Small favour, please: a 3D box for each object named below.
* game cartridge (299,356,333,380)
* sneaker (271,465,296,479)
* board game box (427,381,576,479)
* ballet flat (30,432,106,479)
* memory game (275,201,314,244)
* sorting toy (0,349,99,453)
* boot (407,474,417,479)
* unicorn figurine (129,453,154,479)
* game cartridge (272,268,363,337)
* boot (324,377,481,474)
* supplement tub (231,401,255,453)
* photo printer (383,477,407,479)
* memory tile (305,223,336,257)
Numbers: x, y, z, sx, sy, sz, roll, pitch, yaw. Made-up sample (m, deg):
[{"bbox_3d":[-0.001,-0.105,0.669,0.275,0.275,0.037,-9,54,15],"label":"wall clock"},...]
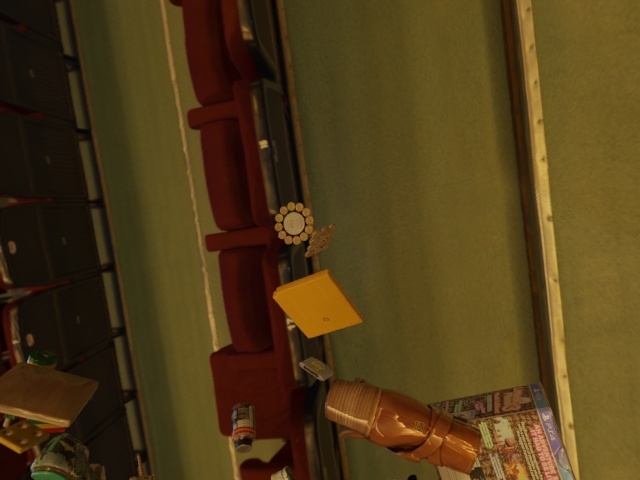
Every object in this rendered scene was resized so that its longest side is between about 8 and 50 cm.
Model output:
[{"bbox_3d":[-0.009,0.342,1.127,0.083,0.056,0.017,25,106,32],"label":"game cartridge"},{"bbox_3d":[-0.127,0.915,1.552,0.082,0.071,0.191,-19,109,5],"label":"sneaker"},{"bbox_3d":[0.424,0.503,1.008,0.290,0.141,0.232,-19,89,20],"label":"board game box"},{"bbox_3d":[-0.333,0.333,0.589,0.070,0.070,0.189,17,130,19],"label":"ballet flat"},{"bbox_3d":[-0.114,-0.074,1.819,0.186,0.012,0.187,0,89,19],"label":"memory game"},{"bbox_3d":[-0.443,0.256,0.658,0.132,0.274,0.047,20,92,-13],"label":"sorting toy"},{"bbox_3d":[0.182,0.445,0.607,0.197,0.076,0.137,-18,72,62],"label":"boot"},{"bbox_3d":[-0.208,0.323,0.520,0.161,0.111,0.060,-1,77,21],"label":"unicorn figurine"},{"bbox_3d":[-0.011,0.281,1.823,0.285,0.053,0.324,-21,123,21],"label":"game cartridge"},{"bbox_3d":[0.141,0.297,0.685,0.219,0.284,0.109,13,64,20],"label":"boot"},{"bbox_3d":[-0.339,0.825,1.854,0.105,0.198,0.106,-5,127,-7],"label":"supplement tub"},{"bbox_3d":[0.153,0.616,0.900,0.307,0.255,0.107,-26,70,61],"label":"photo printer"},{"bbox_3d":[0.000,0.000,1.534,0.012,0.113,0.148,50,144,24],"label":"memory tile"}]
